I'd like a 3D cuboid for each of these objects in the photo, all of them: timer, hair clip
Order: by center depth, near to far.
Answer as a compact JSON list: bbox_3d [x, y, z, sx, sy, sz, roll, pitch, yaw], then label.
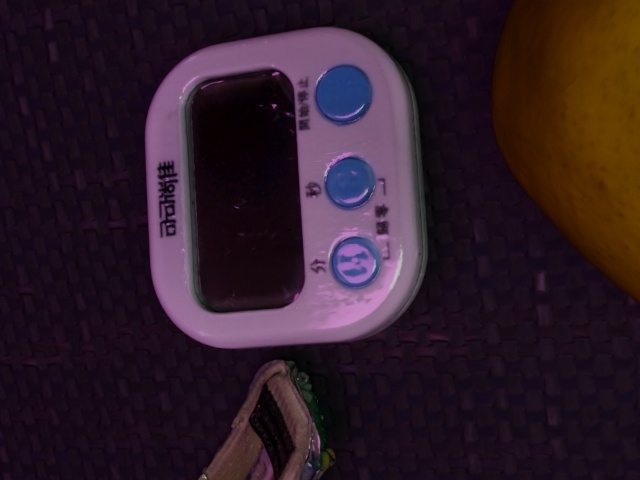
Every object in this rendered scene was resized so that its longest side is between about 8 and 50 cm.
[{"bbox_3d":[-0.029,-0.042,0.911,0.237,0.087,0.262,-6,83,21],"label":"timer"},{"bbox_3d":[-0.073,0.262,1.042,0.091,0.138,0.321,19,119,-33],"label":"hair clip"}]

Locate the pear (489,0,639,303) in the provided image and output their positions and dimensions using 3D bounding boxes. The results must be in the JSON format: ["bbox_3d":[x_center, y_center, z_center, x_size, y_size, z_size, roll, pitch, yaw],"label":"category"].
[{"bbox_3d":[0.300,-0.099,0.653,0.418,0.362,0.363,18,113,43],"label":"pear"}]
